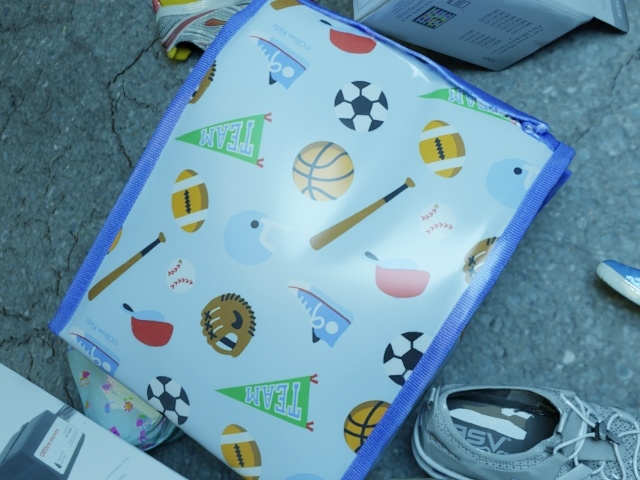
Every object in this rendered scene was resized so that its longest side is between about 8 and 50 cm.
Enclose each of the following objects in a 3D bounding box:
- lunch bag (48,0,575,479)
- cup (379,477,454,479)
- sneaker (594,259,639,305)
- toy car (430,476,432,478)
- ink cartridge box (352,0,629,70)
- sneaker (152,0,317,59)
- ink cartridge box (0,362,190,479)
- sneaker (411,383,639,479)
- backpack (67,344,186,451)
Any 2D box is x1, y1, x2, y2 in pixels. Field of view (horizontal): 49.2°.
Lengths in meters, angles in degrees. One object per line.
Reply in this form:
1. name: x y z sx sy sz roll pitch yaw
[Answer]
1. lunch bag: 0.000 0.000 0.661 0.328 0.239 0.385 32 102 11
2. cup: 0.100 0.325 0.506 0.331 0.237 0.331 -3 81 20
3. sneaker: 0.332 0.035 0.624 0.152 0.058 0.084 30 99 22
4. toy car: 0.174 0.308 0.646 0.239 0.053 0.225 -30 68 16
5. ink cartridge box: 0.165 -0.350 0.715 0.130 0.272 0.309 -21 68 52
6. sneaker: -0.105 -0.273 0.886 0.225 0.088 0.092 1 100 25
7. ink cartridge box: -0.270 0.299 0.748 0.307 0.129 0.223 21 133 27
8. sneaker: 0.216 0.182 0.589 0.281 0.115 0.105 4 55 12
9. backpack: -0.220 0.157 0.822 0.152 0.115 0.182 -27 72 15
